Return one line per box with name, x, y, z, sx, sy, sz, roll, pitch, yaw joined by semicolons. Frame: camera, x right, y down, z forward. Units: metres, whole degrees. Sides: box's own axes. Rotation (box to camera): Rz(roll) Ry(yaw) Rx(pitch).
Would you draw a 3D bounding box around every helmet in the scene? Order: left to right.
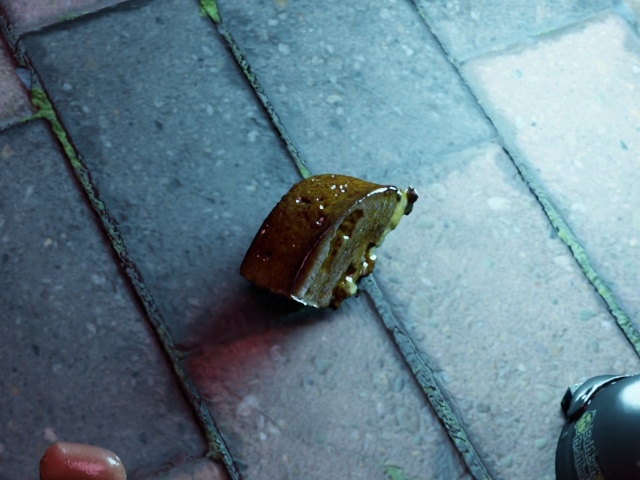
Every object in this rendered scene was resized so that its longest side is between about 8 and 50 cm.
helmet;0.375;0.231;1.848;0.230;0.160;0.279;20;49;-19

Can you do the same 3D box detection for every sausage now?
sausage;-0.251;0.242;1.875;0.094;0.059;0.054;9;51;3

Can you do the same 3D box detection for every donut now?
donut;0.003;-0.010;2.027;0.126;0.144;0.186;20;82;31

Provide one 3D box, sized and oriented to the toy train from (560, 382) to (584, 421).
toy train;0.312;0.255;1.936;0.047;0.043;0.207;-7;58;-15
